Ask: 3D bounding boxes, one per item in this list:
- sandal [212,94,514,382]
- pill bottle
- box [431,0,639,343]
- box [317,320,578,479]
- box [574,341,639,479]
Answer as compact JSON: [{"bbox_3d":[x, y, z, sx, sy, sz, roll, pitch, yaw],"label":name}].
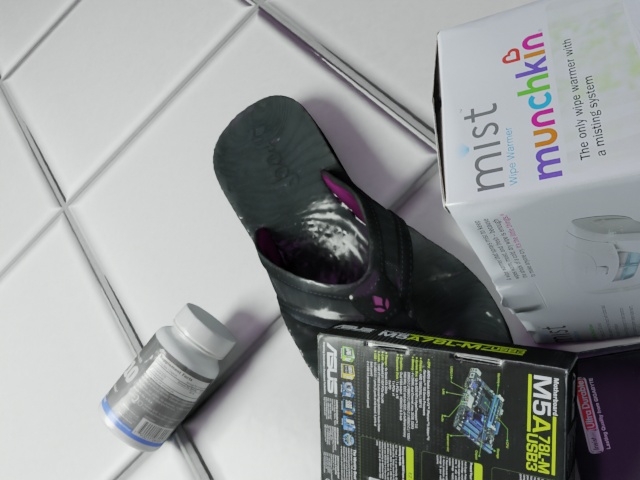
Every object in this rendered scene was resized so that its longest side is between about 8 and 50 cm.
[{"bbox_3d":[-0.002,0.001,0.586,0.167,0.107,0.446,-43,54,5],"label":"sandal"},{"bbox_3d":[-0.153,0.136,0.625,0.078,0.078,0.137,37,88,36],"label":"pill bottle"},{"bbox_3d":[0.220,-0.031,0.381,0.231,0.262,0.127,-10,62,26],"label":"box"},{"bbox_3d":[0.086,0.164,0.448,0.184,0.045,0.191,2,98,29],"label":"box"},{"bbox_3d":[0.263,0.169,0.390,0.175,0.051,0.220,-15,62,22],"label":"box"}]
